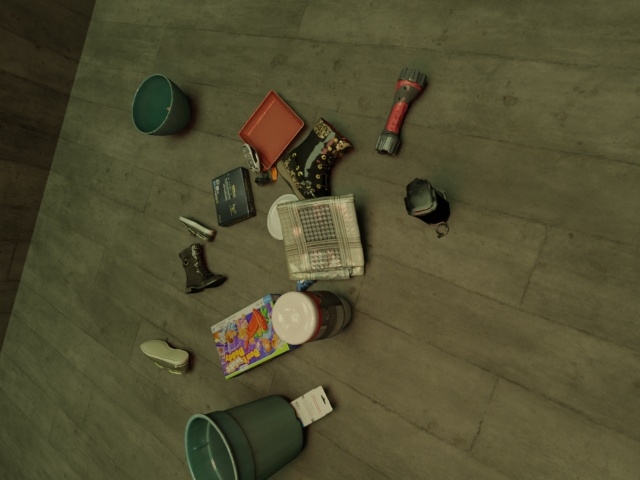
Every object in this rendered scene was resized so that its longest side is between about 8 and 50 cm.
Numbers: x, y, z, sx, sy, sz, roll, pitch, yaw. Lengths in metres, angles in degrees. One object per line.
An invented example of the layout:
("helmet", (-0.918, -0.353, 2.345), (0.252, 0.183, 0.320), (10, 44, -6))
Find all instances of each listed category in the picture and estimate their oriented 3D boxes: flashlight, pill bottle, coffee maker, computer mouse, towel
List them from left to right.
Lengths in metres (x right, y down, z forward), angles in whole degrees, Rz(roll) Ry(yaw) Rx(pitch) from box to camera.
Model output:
("computer mouse", (-0.281, -0.333, 1.869), (0.106, 0.042, 0.192), (-6, 107, 57))
("pill bottle", (-0.015, 0.267, 1.533), (0.177, 0.319, 0.176), (-3, 83, 29))
("towel", (0.000, 0.000, 1.610), (0.313, 0.056, 0.323), (-6, 105, 16))
("flashlight", (0.289, -0.461, 1.560), (0.103, 0.103, 0.303), (21, 94, 27))
("coffee maker", (0.366, -0.111, 1.432), (0.120, 0.178, 0.171), (-39, 67, 22))

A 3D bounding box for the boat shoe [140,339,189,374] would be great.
("boat shoe", (-0.745, 0.557, 2.052), (0.305, 0.109, 0.091), (10, 117, 31))

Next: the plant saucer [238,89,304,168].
("plant saucer", (-0.211, -0.482, 1.885), (0.258, 0.048, 0.259), (-48, 65, 17))

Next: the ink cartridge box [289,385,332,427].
("ink cartridge box", (-0.028, 0.636, 1.651), (0.180, 0.060, 0.104), (-37, 68, 23))

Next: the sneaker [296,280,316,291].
("sneaker", (-0.049, 0.157, 1.720), (0.059, 0.053, 0.144), (30, 101, 27))

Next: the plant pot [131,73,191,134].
("plant pot", (-0.761, -0.645, 2.136), (0.291, 0.195, 0.289), (-4, 83, 30))

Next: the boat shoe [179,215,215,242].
("boat shoe", (-0.600, -0.055, 2.049), (0.219, 0.078, 0.070), (26, 97, 28))

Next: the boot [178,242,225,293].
("boot", (-0.566, 0.118, 2.003), (0.263, 0.091, 0.228), (-18, 77, 30))

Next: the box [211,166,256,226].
("box", (-0.397, -0.196, 1.956), (0.184, 0.059, 0.232), (-17, 77, 27))

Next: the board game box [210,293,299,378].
("board game box", (-0.277, 0.397, 1.774), (0.347, 0.078, 0.233), (-31, 70, 24))

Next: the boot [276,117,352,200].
("boot", (0.015, -0.278, 1.686), (0.284, 0.138, 0.377), (-48, 59, 17))

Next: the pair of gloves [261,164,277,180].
("pair of gloves", (-0.226, -0.294, 1.894), (0.083, 0.010, 0.074), (-6, 82, 30))

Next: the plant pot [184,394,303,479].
("plant pot", (-0.266, 0.753, 1.590), (0.341, 0.334, 0.340), (7, 99, 45))

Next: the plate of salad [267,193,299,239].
("plate of salad", (-0.143, -0.098, 1.805), (0.200, 0.048, 0.199), (-12, 70, 34))
